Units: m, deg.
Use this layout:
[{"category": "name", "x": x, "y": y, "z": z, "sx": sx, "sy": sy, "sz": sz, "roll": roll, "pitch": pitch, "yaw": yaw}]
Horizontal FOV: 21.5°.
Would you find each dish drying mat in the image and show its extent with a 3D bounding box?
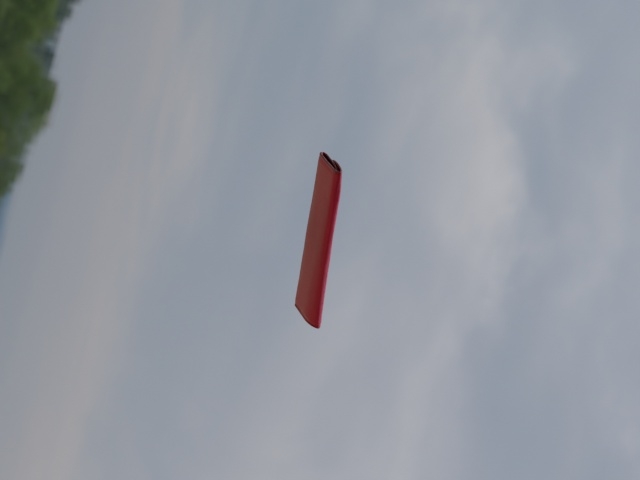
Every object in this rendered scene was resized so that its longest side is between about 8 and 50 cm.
[{"category": "dish drying mat", "x": 0.000, "y": 0.000, "z": 0.838, "sx": 0.032, "sy": 0.008, "sz": 0.083, "roll": -126, "pitch": -138, "yaw": -63}]
